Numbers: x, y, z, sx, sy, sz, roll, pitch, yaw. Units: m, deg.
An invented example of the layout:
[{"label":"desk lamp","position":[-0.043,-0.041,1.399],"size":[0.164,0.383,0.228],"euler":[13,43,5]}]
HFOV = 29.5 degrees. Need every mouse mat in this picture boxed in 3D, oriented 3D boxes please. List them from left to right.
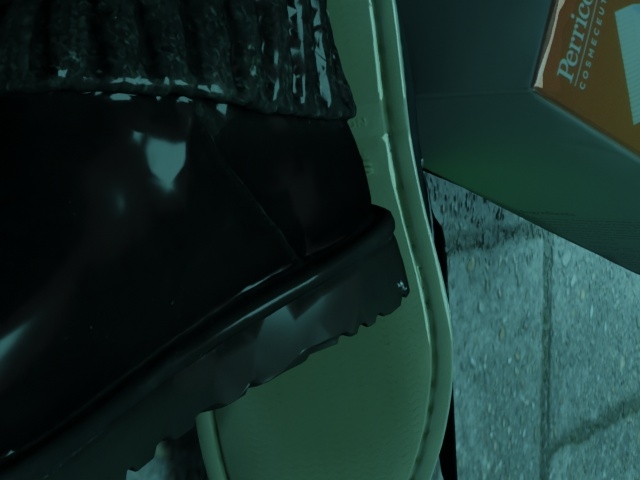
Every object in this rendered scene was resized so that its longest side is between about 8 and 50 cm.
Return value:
[{"label":"mouse mat","position":[0.060,0.040,0.706],"size":[0.189,0.007,0.152],"euler":[-98,-177,-72]}]

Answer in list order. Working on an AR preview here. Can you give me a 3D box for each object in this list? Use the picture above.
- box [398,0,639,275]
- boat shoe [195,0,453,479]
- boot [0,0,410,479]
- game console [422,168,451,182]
[{"label":"box","position":[0.190,-0.120,0.738],"size":[0.345,0.168,0.215],"euler":[22,78,-39]},{"label":"boat shoe","position":[-0.004,0.000,0.611],"size":[0.113,0.127,0.340],"euler":[-75,158,-77]},{"label":"boot","position":[-0.118,-0.054,0.409],"size":[0.348,0.131,0.260],"euler":[-28,111,-45]},{"label":"game console","position":[0.093,-0.107,0.780],"size":[0.071,0.107,0.122],"euler":[133,-23,-67]}]
